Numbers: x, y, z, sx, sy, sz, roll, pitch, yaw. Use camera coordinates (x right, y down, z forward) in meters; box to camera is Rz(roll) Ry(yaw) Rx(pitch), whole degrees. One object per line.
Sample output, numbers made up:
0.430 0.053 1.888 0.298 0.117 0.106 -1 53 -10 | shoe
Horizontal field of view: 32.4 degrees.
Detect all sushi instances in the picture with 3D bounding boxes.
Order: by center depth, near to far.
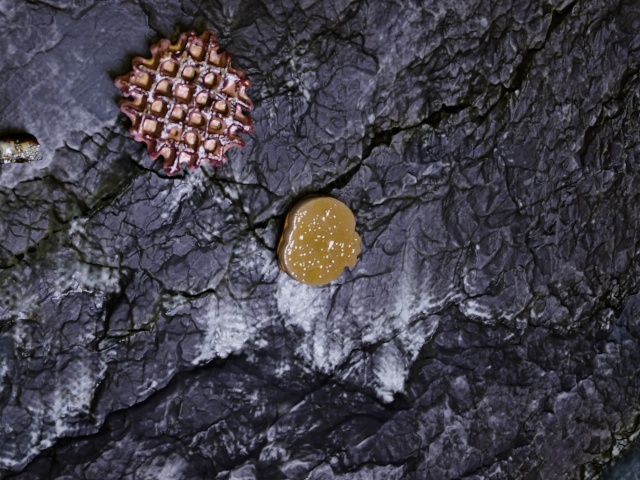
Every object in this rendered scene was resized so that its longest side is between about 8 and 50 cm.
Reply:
-0.490 -0.149 1.776 0.083 0.044 0.046 -8 108 -21 | sushi

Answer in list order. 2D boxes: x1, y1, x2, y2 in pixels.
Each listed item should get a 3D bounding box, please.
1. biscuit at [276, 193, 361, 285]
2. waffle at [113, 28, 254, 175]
-0.002 -0.001 2.006 0.170 0.050 0.170 -9 110 -27 | biscuit
-0.222 -0.228 1.855 0.221 0.055 0.234 -32 109 -9 | waffle
